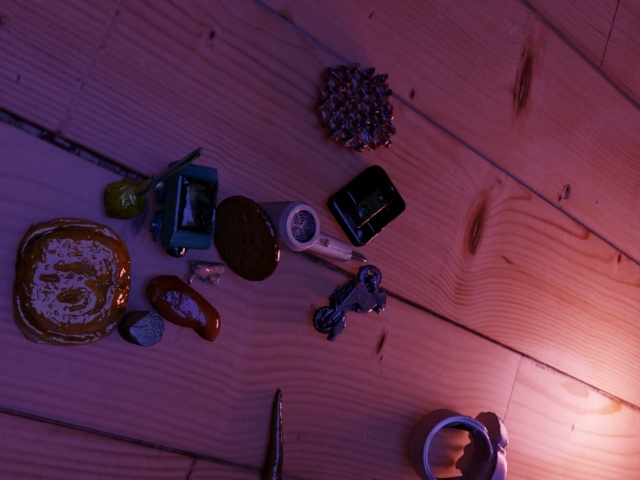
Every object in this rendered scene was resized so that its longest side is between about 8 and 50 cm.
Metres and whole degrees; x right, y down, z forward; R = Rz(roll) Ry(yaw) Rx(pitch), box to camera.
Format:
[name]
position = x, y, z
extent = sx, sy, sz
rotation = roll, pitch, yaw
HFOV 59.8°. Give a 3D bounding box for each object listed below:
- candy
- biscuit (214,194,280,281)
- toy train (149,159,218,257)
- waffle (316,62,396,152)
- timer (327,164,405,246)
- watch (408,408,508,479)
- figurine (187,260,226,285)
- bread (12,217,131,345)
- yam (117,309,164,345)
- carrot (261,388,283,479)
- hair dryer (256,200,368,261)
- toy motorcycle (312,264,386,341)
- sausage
[candy]
position = -0.310, -0.110, 1.039
extent = 0.077, 0.262, 0.073
rotation = 27, 47, -46
[biscuit]
position = -0.154, -0.003, 1.153
extent = 0.027, 0.188, 0.188
rotation = -28, 104, -47
[toy train]
position = -0.269, -0.064, 1.104
extent = 0.107, 0.154, 0.198
rotation = 7, 86, -32
[waffle]
position = 0.090, -0.324, 1.361
extent = 0.234, 0.055, 0.221
rotation = -6, 92, -34
[timer]
position = 0.119, -0.089, 1.365
extent = 0.187, 0.055, 0.144
rotation = -40, 101, -28
[watch]
position = 0.358, 0.541, 1.473
extent = 0.231, 0.196, 0.244
rotation = 27, 76, -5
[figurine]
position = -0.243, 0.070, 1.185
extent = 0.083, 0.047, 0.050
rotation = 7, 102, -36
[bread]
position = -0.451, 0.077, 1.020
extent = 0.198, 0.120, 0.236
rotation = 5, 88, -31
[yam]
position = -0.344, 0.167, 1.059
extent = 0.068, 0.169, 0.068
rotation = 4, 80, -25
[carrot]
position = -0.104, 0.467, 1.265
extent = 0.049, 0.049, 0.254
rotation = 8, 82, -29
[hair dryer]
position = 0.000, 0.000, 1.268
extent = 0.357, 0.173, 0.107
rotation = 19, 80, -41
[toy motorcycle]
position = 0.079, 0.160, 1.347
extent = 0.215, 0.080, 0.122
rotation = -42, 107, -17
[sausage]
position = -0.273, 0.138, 1.140
extent = 0.179, 0.089, 0.089
rotation = 43, 71, -22
